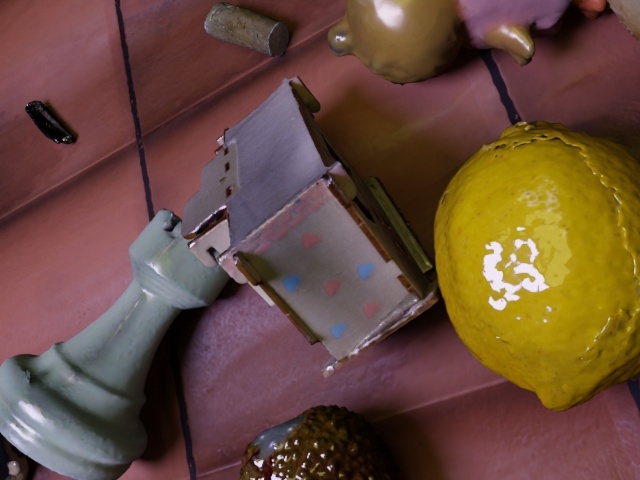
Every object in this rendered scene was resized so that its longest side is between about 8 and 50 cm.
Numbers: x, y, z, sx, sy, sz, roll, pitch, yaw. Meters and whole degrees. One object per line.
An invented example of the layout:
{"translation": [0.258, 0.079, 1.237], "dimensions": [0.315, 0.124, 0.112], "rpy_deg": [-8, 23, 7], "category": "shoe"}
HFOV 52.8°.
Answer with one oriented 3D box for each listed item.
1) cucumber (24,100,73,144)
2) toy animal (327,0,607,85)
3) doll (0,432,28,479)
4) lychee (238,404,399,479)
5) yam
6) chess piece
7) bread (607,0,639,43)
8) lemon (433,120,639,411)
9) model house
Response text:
{"translation": [-0.447, -0.189, 1.056], "dimensions": [0.135, 0.033, 0.034], "rpy_deg": [45, 139, 29], "category": "cucumber"}
{"translation": [0.143, -0.256, 0.687], "dimensions": [0.281, 0.169, 0.195], "rpy_deg": [-21, 64, 20], "category": "toy animal"}
{"translation": [-0.441, 0.333, 0.873], "dimensions": [0.102, 0.089, 0.179], "rpy_deg": [14, 105, 30], "category": "doll"}
{"translation": [0.006, 0.247, 0.622], "dimensions": [0.171, 0.171, 0.171], "rpy_deg": [-8, 72, 26], "category": "lychee"}
{"translation": [-0.103, -0.294, 0.895], "dimensions": [0.132, 0.054, 0.054], "rpy_deg": [28, 89, 31], "category": "yam"}
{"translation": [-0.231, 0.113, 0.778], "dimensions": [0.195, 0.194, 0.299], "rpy_deg": [30, 81, 31], "category": "chess piece"}
{"translation": [0.391, -0.256, 0.553], "dimensions": [0.306, 0.158, 0.305], "rpy_deg": [-9, 62, 17], "category": "bread"}
{"translation": [0.199, 0.014, 0.558], "dimensions": [0.204, 0.204, 0.260], "rpy_deg": [-11, 68, 25], "category": "lemon"}
{"translation": [0.000, 0.000, 0.673], "dimensions": [0.169, 0.244, 0.326], "rpy_deg": [-39, 28, 11], "category": "model house"}
